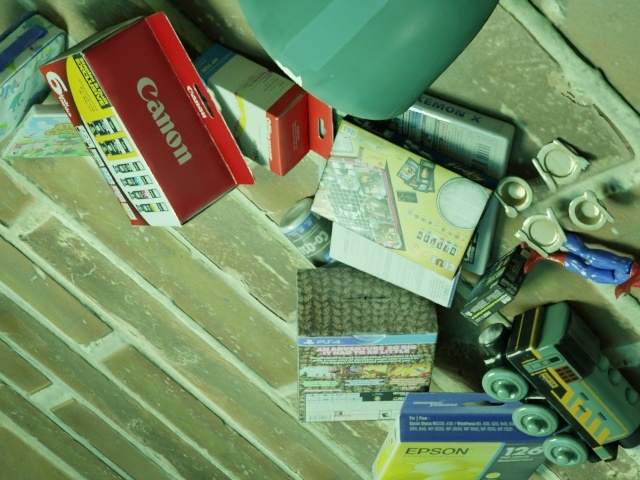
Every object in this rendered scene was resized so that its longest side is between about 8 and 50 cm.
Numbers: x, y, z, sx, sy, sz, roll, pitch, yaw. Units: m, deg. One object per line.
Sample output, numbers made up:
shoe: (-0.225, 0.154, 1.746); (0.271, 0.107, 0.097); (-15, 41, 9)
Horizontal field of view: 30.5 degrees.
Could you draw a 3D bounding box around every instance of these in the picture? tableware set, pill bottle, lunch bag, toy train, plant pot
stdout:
tableware set: (0.328, -0.057, 1.671); (0.169, 0.020, 0.141); (-35, 96, 39)
pill bottle: (0.000, 0.000, 2.007); (0.137, 0.078, 0.078); (46, 144, -19)
lunch bag: (-0.520, -0.272, 1.960); (0.090, 0.219, 0.176); (34, 143, 2)
toy train: (0.409, 0.245, 1.937); (0.190, 0.142, 0.334); (-26, 117, 38)
plant pot: (0.083, -0.325, 1.359); (0.293, 0.293, 0.235); (42, 130, -13)

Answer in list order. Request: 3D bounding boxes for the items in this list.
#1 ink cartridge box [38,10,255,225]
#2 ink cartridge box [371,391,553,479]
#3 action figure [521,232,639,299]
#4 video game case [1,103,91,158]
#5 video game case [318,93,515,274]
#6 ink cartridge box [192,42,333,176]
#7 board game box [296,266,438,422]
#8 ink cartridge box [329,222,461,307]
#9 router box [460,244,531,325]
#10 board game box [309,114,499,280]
ink cartridge box: (-0.274, -0.184, 1.846); (0.272, 0.130, 0.309); (0, 123, 59)
ink cartridge box: (0.272, 0.373, 2.144); (0.304, 0.072, 0.307); (2, 149, -10)
action figure: (0.421, 0.069, 1.706); (0.280, 0.139, 0.091); (11, 142, 26)
video game case: (-0.424, -0.188, 2.037); (0.193, 0.212, 0.023); (-33, 66, 54)
video game case: (0.135, -0.105, 1.804); (0.300, 0.036, 0.329); (22, 146, 16)
ink cartridge box: (-0.092, -0.192, 1.807); (0.231, 0.078, 0.134); (30, 148, 24)
board game box: (0.073, 0.186, 2.046); (0.232, 0.141, 0.291); (-1, 142, -2)
ink cartridge box: (0.127, -0.008, 1.858); (0.224, 0.045, 0.223); (24, 146, 12)
router box: (0.281, 0.071, 1.855); (0.038, 0.092, 0.122); (36, 146, -4)
board game box: (0.120, -0.066, 1.731); (0.243, 0.042, 0.165); (27, 121, 11)
